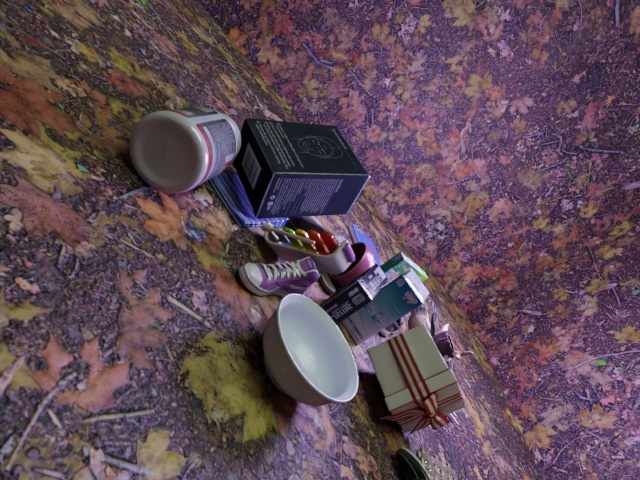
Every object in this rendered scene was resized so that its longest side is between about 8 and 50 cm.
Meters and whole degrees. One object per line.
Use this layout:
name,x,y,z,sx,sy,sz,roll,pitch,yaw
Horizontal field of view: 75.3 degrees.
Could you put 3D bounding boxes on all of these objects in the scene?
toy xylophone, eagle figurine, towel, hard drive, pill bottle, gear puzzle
toy xylophone,-0.053,0.012,1.328,0.322,0.081,0.236,17,-24,20
eagle figurine,0.565,0.465,2.044,0.298,0.226,0.225,47,25,-2
towel,-0.256,-0.153,1.507,0.243,0.040,0.336,55,19,9
hard drive,0.266,0.067,2.341,0.210,0.040,0.319,38,23,-35
pill bottle,-0.364,-0.275,1.202,0.210,0.210,0.363,49,19,-10
gear puzzle,0.398,0.798,1.322,0.339,0.044,0.176,41,29,-30

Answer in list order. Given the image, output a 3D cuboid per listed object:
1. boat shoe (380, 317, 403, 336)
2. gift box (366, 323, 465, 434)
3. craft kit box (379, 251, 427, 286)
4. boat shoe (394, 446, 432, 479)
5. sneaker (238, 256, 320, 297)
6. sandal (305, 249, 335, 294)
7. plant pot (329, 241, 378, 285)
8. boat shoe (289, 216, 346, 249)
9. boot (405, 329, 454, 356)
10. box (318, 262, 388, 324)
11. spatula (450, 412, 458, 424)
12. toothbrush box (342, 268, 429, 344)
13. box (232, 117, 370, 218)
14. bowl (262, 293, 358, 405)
boat shoe,0.331,0.362,1.875,0.103,0.092,0.285,58,19,16
gift box,0.304,0.482,1.372,0.255,0.276,0.258,53,9,-43
craft kit box,0.356,0.189,2.009,0.246,0.249,0.061,32,27,-44
boat shoe,0.271,0.696,1.152,0.079,0.084,0.233,-7,48,-29
sneaker,-0.107,0.089,1.233,0.282,0.161,0.102,20,38,-56
sandal,0.003,0.107,1.612,0.220,0.060,0.090,58,19,16
plant pot,0.168,0.136,1.724,0.180,0.201,0.201,44,20,-20
boat shoe,0.001,-0.003,1.674,0.320,0.118,0.103,45,21,25
boot,0.496,0.468,1.896,0.090,0.206,0.249,44,20,-24
box,0.086,0.195,1.367,0.077,0.242,0.307,54,19,5
spatula,0.544,0.709,1.879,0.242,0.019,0.168,55,13,4
toothbrush box,0.246,0.247,1.569,0.126,0.295,0.216,55,20,10
box,-0.077,-0.262,1.518,0.394,0.212,0.294,-5,52,-32
bowl,-0.048,0.291,1.041,0.298,0.134,0.298,45,21,-22
